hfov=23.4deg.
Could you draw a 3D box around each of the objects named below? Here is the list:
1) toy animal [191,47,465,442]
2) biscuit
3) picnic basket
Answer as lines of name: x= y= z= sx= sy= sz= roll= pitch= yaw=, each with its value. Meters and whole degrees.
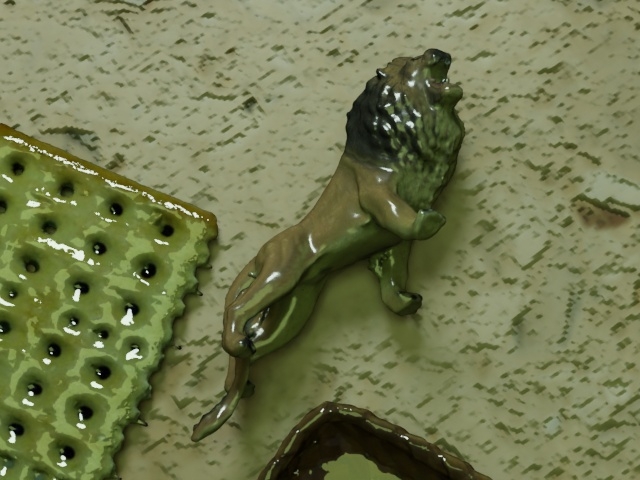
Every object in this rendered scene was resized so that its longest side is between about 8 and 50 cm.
toy animal: x=0.011 y=0.010 z=0.733 sx=0.086 sy=0.069 sz=0.220 roll=30 pitch=76 yaw=30
biscuit: x=-0.150 y=0.069 z=0.755 sx=0.139 sy=0.016 sz=0.231 roll=23 pitch=81 yaw=9
picnic basket: x=0.055 y=0.159 z=0.704 sx=0.193 sy=0.055 sz=0.110 roll=33 pitch=81 yaw=9
